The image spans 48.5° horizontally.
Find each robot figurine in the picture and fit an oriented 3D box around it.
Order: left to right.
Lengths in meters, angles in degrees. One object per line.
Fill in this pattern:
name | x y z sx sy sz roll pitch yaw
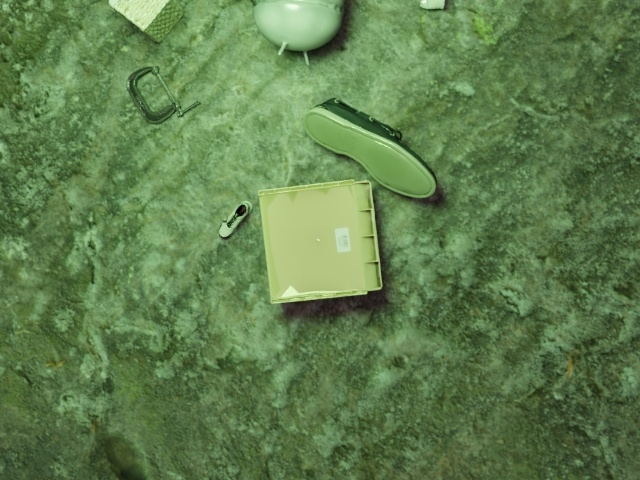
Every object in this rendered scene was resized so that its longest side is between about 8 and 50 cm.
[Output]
robot figurine | -0.043 -0.574 1.561 0.200 0.300 0.353 10 97 42

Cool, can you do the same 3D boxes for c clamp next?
c clamp | -0.388 -0.357 1.719 0.137 0.022 0.160 -37 89 10

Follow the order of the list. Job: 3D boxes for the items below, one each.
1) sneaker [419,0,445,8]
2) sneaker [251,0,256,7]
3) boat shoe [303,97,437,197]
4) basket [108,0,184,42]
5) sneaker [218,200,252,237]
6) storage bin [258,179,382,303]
sneaker | 0.252 -0.609 1.640 0.061 0.054 0.152 -4 91 8
sneaker | -0.169 -0.615 1.669 0.106 0.078 0.234 -10 106 29
boat shoe | 0.129 -0.222 1.633 0.340 0.127 0.113 28 50 11
basket | -0.396 -0.540 1.645 0.103 0.167 0.113 40 94 -3
sneaker | -0.208 -0.051 1.696 0.040 0.044 0.109 38 96 1
storage bin | 0.000 0.000 1.640 0.261 0.123 0.262 -6 90 4
